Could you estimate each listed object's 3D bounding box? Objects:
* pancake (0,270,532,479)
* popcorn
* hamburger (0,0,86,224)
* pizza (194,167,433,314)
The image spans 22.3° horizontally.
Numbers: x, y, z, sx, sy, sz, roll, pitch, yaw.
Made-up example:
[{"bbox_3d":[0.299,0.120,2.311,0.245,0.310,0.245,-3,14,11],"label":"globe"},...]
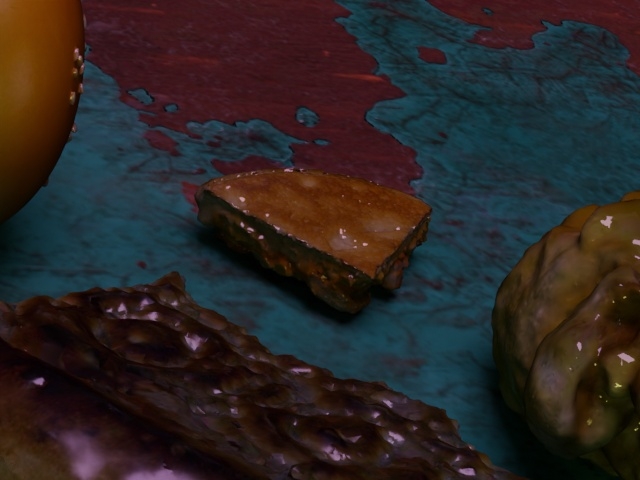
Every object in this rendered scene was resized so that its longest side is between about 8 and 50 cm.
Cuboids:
[{"bbox_3d":[-0.014,0.098,0.769,0.426,0.067,0.305,25,18,19],"label":"pancake"},{"bbox_3d":[0.218,0.057,0.975,0.233,0.192,0.266,33,29,21],"label":"popcorn"},{"bbox_3d":[-0.224,-0.106,0.948,0.170,0.246,0.246,2,35,-31],"label":"hamburger"},{"bbox_3d":[0.000,0.000,1.080,0.175,0.046,0.134,9,32,-17],"label":"pizza"}]
